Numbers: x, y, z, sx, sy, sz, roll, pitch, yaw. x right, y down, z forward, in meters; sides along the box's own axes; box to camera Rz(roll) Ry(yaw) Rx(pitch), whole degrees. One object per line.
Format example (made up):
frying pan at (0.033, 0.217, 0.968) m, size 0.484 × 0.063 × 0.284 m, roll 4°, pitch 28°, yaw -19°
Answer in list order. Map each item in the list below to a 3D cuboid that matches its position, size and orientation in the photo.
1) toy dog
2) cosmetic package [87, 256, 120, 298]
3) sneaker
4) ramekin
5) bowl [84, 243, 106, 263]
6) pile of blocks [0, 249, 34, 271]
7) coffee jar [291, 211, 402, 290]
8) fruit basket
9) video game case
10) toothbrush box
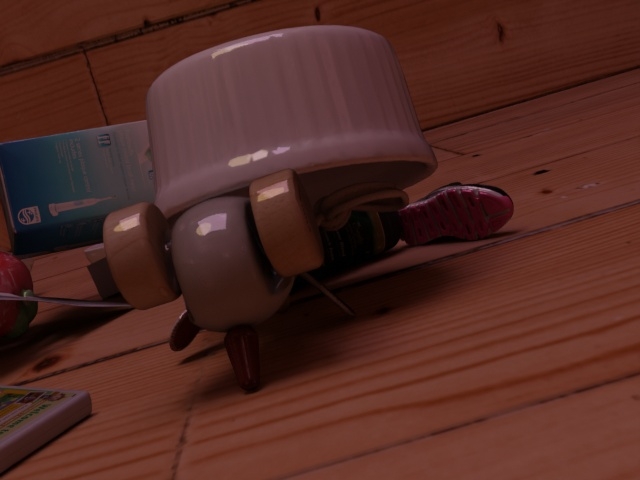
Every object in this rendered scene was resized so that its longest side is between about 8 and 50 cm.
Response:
toy dog at (-0.053, 0.044, 0.874) m, size 0.220 × 0.161 × 0.333 m, roll -15°, pitch -7°, yaw 27°
cosmetic package at (-0.220, 0.016, 1.436) m, size 0.239 × 0.060 × 0.099 m, roll -22°, pitch 5°, yaw 39°
sneaker at (0.160, -0.037, 1.136) m, size 0.074 × 0.063 × 0.170 m, roll -30°, pitch 10°, yaw -36°
ramekin at (-0.037, -0.102, 0.965) m, size 0.277 × 0.135 × 0.277 m, roll -13°, pitch -6°, yaw -1°
bowl at (-0.342, 0.014, 1.820) m, size 0.142 × 0.053 × 0.142 m, roll -12°, pitch 9°, yaw 22°
pile of blocks at (-0.632, 0.113, 1.647) m, size 0.362 × 0.149 × 0.113 m, roll -12°, pitch -41°, yaw -48°
coffee jar at (0.000, 0.000, 1.147) m, size 0.184 × 0.079 × 0.096 m, roll -22°, pitch 9°, yaw -28°
fruit basket at (-0.470, 0.078, 1.260) m, size 0.353 × 0.166 × 0.327 m, roll 9°, pitch -1°, yaw 28°
video game case at (-0.319, 0.161, 0.779) m, size 0.193 × 0.023 × 0.212 m, roll 0°, pitch 14°, yaw 24°
toothbrush box at (-0.293, -0.075, 1.405) m, size 0.295 × 0.126 × 0.216 m, roll -11°, pitch -8°, yaw -18°
